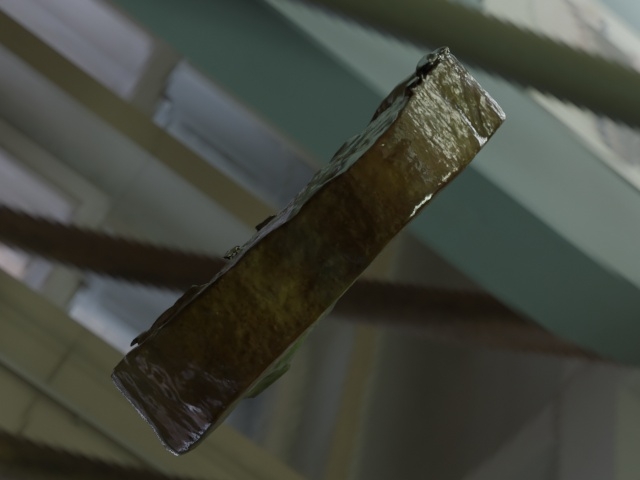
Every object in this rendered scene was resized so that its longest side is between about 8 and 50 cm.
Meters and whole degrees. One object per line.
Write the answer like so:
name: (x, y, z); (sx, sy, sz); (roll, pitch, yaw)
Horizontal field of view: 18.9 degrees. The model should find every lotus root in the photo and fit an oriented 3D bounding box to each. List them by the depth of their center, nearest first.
lotus root: (0.000, 0.000, 1.534); (0.390, 0.111, 0.375); (-45, 178, -22)
